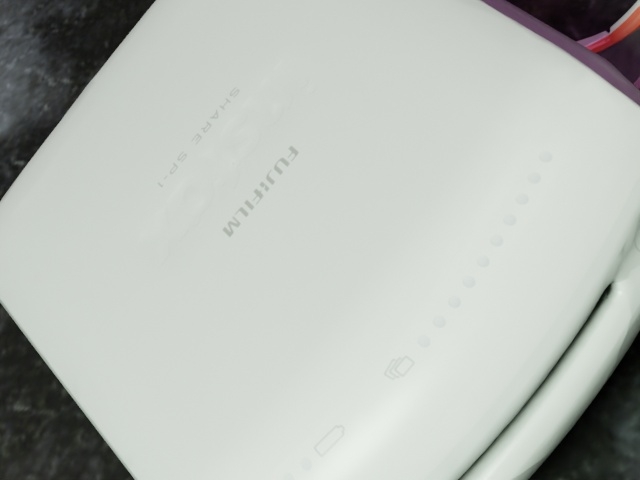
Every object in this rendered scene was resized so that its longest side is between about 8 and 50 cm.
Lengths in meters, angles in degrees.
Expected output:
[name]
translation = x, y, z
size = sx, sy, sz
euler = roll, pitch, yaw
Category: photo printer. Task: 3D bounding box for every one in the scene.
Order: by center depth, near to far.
[photo printer]
translation = 0.000, 0.000, 0.755
size = 0.256, 0.107, 0.307
euler = -51, 40, 3

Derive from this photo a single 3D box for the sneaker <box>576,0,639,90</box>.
[sneaker]
translation = 0.149, -0.067, 0.787
size = 0.158, 0.061, 0.065
euler = -28, 49, 26
